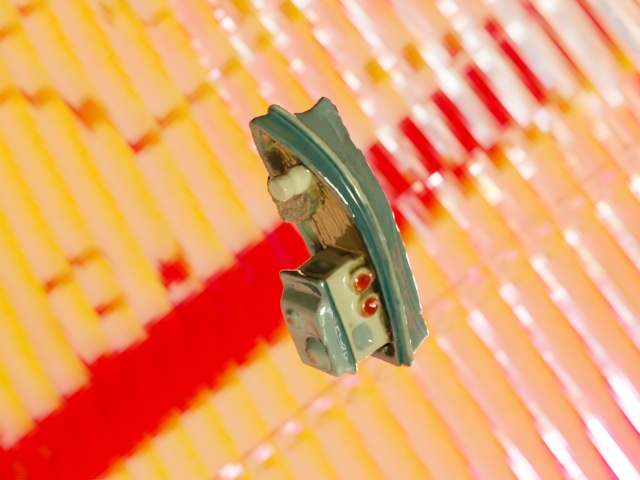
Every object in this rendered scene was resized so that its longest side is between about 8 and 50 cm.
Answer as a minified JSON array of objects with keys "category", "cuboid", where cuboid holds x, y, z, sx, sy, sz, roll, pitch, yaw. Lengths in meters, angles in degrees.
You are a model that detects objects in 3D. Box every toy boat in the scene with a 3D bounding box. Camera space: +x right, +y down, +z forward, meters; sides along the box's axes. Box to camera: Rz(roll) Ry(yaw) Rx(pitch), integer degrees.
[{"category":"toy boat","cuboid":[0.000,0.000,1.504,0.109,0.098,0.238,19,136,52]}]
